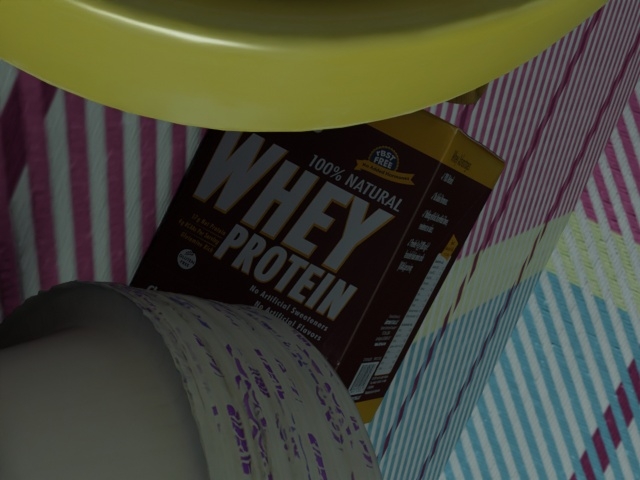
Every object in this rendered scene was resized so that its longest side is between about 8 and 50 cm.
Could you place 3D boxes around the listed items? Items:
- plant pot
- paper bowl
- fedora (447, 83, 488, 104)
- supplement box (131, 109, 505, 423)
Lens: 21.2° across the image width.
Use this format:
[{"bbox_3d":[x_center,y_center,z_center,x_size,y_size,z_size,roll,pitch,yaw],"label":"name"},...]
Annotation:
[{"bbox_3d":[-0.024,-0.140,0.476,0.254,0.254,0.239,-59,-178,-14],"label":"plant pot"},{"bbox_3d":[-0.108,0.156,0.711,0.148,0.284,0.284,13,110,-34],"label":"paper bowl"},{"bbox_3d":[0.091,-0.149,1.179,0.194,0.079,0.194,-55,165,-24],"label":"fedora"},{"bbox_3d":[0.000,0.000,1.030,0.194,0.129,0.191,-63,166,4],"label":"supplement box"}]
